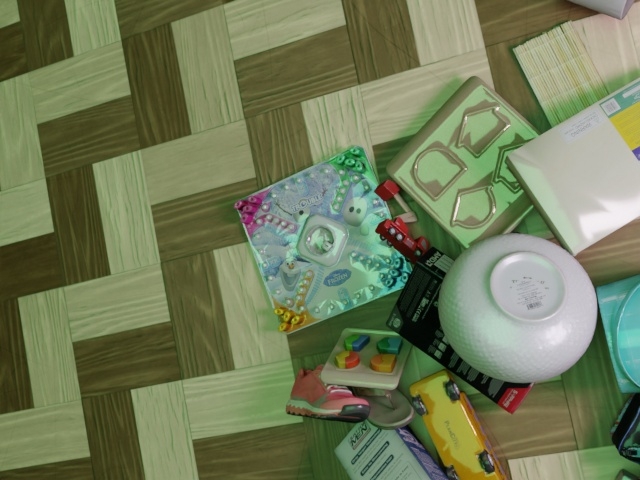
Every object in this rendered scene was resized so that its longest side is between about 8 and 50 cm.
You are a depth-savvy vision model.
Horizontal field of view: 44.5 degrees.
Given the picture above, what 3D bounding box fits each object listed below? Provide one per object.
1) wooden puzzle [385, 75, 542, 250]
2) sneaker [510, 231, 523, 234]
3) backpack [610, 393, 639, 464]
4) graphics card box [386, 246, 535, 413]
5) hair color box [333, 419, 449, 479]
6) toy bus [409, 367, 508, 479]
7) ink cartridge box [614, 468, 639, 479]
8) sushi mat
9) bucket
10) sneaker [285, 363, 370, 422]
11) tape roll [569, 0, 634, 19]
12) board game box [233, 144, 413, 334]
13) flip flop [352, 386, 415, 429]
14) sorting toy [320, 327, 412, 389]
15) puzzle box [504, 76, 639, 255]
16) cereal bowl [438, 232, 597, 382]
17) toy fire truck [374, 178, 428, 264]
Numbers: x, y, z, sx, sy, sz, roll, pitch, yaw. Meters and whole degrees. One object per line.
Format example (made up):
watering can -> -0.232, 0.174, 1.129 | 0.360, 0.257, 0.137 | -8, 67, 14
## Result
wooden puzzle -> 0.383, -0.176, 1.910 | 0.322, 0.080, 0.348 | -46, 70, 11
sneaker -> 0.543, 0.102, 1.837 | 0.162, 0.106, 0.281 | -14, 92, 10
backpack -> 0.756, 0.432, 1.731 | 0.173, 0.117, 0.158 | 24, 97, 4
graphics card box -> 0.354, 0.210, 1.836 | 0.371, 0.094, 0.233 | 33, 132, 17
hair color box -> 0.186, 0.562, 1.831 | 0.174, 0.105, 0.347 | -52, 39, 10
toy bus -> 0.334, 0.473, 1.862 | 0.108, 0.130, 0.333 | -28, 79, 16
ink cartridge box -> 0.728, 0.618, 1.754 | 0.175, 0.072, 0.127 | 28, 97, 17
sushi mat -> 0.596, -0.361, 1.873 | 0.151, 0.019, 0.316 | -26, 80, 17
bucket -> 0.714, 0.198, 1.685 | 0.183, 0.281, 0.281 | -15, 83, 20
sneaker -> 0.010, 0.371, 1.923 | 0.314, 0.116, 0.136 | -12, 68, 57
tape roll -> 0.648, -0.639, 1.750 | 0.169, 0.246, 0.246 | 26, 96, 17
board game box -> 0.000, 0.000, 2.039 | 0.390, 0.050, 0.390 | -23, 81, 16
flip flop -> 0.131, 0.346, 1.903 | 0.112, 0.080, 0.277 | -23, 45, -8
sorting toy -> 0.116, 0.280, 1.917 | 0.193, 0.208, 0.038 | 2, 119, 19
puzzle box -> 0.661, -0.176, 1.763 | 0.409, 0.052, 0.272 | -30, 77, -3
cereal bowl -> 0.428, 0.124, 1.667 | 0.339, 0.141, 0.339 | 0, 61, 0
toy fire truck -> 0.202, -0.046, 1.953 | 0.192, 0.135, 0.047 | 40, 145, -13
